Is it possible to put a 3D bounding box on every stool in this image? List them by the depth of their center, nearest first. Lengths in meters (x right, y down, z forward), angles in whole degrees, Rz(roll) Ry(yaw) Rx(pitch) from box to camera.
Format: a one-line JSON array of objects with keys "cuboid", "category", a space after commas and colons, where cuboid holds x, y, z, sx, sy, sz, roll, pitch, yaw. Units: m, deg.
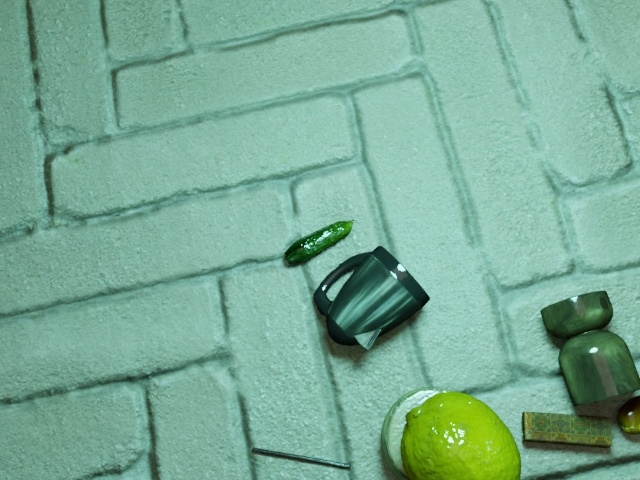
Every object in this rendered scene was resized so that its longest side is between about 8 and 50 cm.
[{"cuboid": [0.699, 0.281, 1.834, 0.179, 0.179, 0.264, -15, 72, 0], "category": "stool"}]

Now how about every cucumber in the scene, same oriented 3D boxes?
[{"cuboid": [0.000, 0.000, 2.038, 0.227, 0.069, 0.069, -28, 73, -7], "category": "cucumber"}]

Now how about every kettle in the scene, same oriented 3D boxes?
[{"cuboid": [0.116, 0.159, 1.912, 0.271, 0.207, 0.251, -44, 81, -1], "category": "kettle"}]

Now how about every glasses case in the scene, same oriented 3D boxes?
[{"cuboid": [0.637, 0.493, 1.840, 0.218, 0.049, 0.075, 3, 66, 5], "category": "glasses case"}]

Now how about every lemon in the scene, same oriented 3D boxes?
[{"cuboid": [0.329, 0.501, 1.643, 0.268, 0.268, 0.322, -42, 94, -8], "category": "lemon"}]

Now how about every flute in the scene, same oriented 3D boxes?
[{"cuboid": [-0.052, 0.580, 1.887, 0.270, 0.014, 0.014, 8, 74, 6], "category": "flute"}]

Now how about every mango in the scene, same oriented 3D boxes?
[{"cuboid": [0.822, 0.447, 1.834, 0.127, 0.063, 0.077, -41, 69, -14], "category": "mango"}]

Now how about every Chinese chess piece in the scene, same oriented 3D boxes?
[{"cuboid": [0.292, 0.515, 1.829, 0.270, 0.112, 0.269, -1, 72, 3], "category": "Chinese chess piece"}]
